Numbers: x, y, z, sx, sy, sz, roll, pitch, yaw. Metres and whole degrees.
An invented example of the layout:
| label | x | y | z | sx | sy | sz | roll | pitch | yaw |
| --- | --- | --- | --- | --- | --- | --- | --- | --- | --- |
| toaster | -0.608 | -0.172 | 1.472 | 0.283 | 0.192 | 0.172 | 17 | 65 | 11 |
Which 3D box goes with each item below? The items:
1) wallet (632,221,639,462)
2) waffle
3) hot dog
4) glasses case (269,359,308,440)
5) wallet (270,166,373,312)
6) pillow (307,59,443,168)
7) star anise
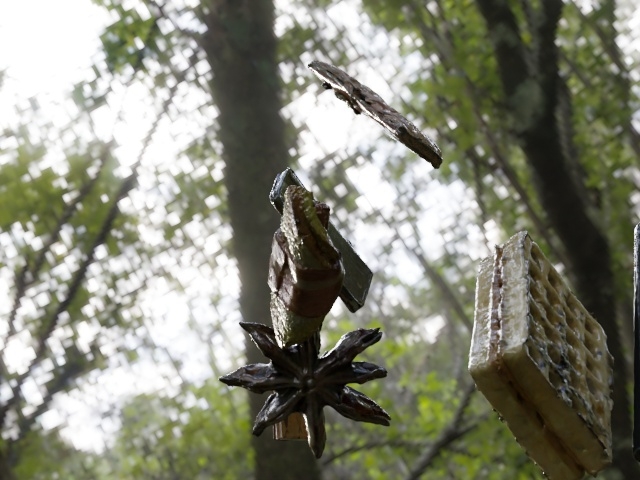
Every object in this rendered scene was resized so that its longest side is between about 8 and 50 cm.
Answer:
| label | x | y | z | sx | sy | sz | roll | pitch | yaw |
| --- | --- | --- | --- | --- | --- | --- | --- | --- | --- |
| wallet | 0.572 | 0.156 | 2.057 | 0.228 | 0.406 | 0.062 | 11 | -36 | -4 |
| waffle | 0.339 | 0.170 | 2.139 | 0.114 | 0.261 | 0.376 | -29 | 18 | 22 |
| hot dog | -0.015 | 0.039 | 1.968 | 0.093 | 0.123 | 0.261 | -12 | -46 | -27 |
| glasses case | -0.057 | 0.255 | 2.380 | 0.064 | 0.170 | 0.041 | 9 | -18 | -42 |
| wallet | 0.000 | 0.000 | 2.170 | 0.031 | 0.232 | 0.122 | -31 | 18 | 22 |
| pillow | 0.077 | -0.181 | 1.957 | 0.043 | 0.232 | 0.126 | -53 | -43 | 6 |
| star anise | -0.010 | 0.207 | 2.136 | 0.288 | 0.288 | 0.088 | -42 | 13 | 22 |
